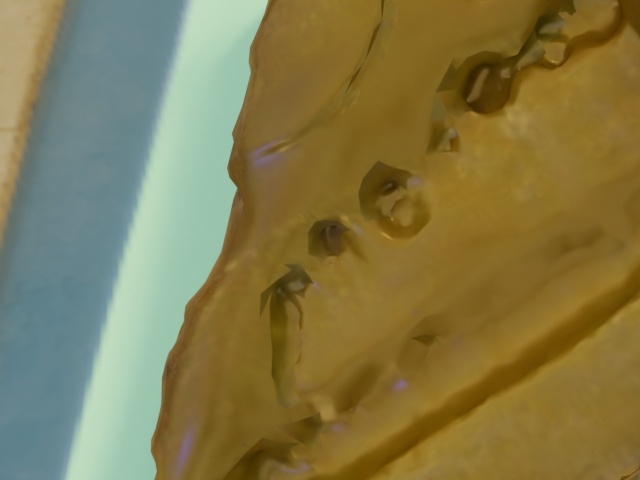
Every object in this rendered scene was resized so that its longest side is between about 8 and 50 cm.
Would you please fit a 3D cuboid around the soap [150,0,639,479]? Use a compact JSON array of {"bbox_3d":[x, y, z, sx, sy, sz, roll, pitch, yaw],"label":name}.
[{"bbox_3d":[0.000,0.000,0.712,0.339,0.169,0.304,-35,70,8],"label":"soap"}]
